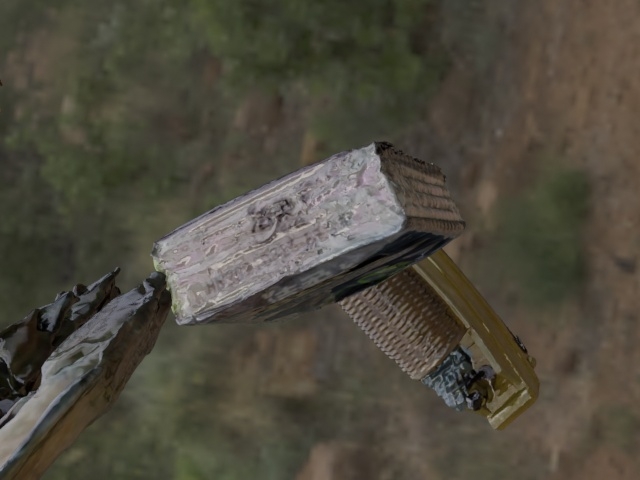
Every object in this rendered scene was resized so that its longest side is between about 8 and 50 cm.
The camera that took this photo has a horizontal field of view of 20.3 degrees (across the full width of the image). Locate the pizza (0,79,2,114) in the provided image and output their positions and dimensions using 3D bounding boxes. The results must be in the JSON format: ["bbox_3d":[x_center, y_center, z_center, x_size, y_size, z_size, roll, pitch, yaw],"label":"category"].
[{"bbox_3d":[-0.295,-0.123,1.263,0.062,0.199,0.188,-59,-29,-30],"label":"pizza"}]

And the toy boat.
[{"bbox_3d":[0.083,0.061,1.720,0.089,0.310,0.115,-41,0,33],"label":"toy boat"}]

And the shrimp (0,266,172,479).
[{"bbox_3d":[-0.141,0.084,0.794,0.233,0.071,0.365,-33,8,30],"label":"shrimp"}]

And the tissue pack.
[{"bbox_3d":[0.000,0.000,1.245,0.073,0.173,0.235,66,-168,7],"label":"tissue pack"}]
